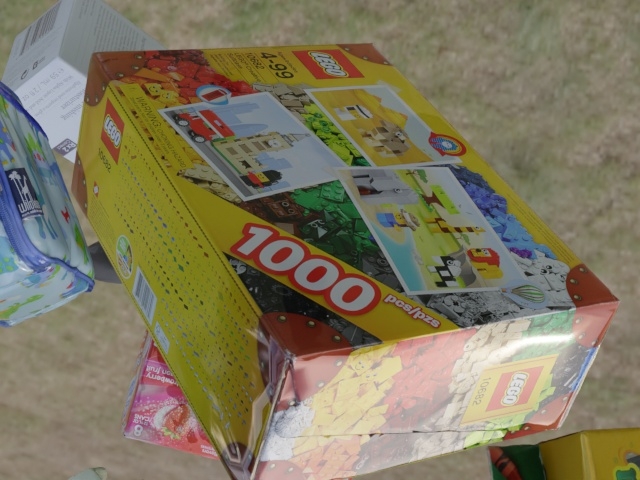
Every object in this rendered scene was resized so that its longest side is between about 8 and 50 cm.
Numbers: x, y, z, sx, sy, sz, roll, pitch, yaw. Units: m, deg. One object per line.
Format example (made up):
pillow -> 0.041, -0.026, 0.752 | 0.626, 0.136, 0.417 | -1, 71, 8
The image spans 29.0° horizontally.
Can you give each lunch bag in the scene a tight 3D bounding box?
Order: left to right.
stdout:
lunch bag -> -0.232, -0.038, 0.854 | 0.090, 0.176, 0.219 | -24, 170, -2

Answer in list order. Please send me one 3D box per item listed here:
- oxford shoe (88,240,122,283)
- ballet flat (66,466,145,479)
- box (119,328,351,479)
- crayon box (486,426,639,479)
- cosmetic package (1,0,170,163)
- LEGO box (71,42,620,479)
oxford shoe -> -0.254, 0.016, 1.806 | 0.212, 0.076, 0.076 | -10, -164, -27
ballet flat -> -0.149, 0.260, 0.922 | 0.164, 0.182, 0.483 | -16, 179, -22
box -> -0.084, 0.184, 1.380 | 0.257, 0.128, 0.122 | 15, 172, -10
crayon box -> 0.305, 0.256, 1.029 | 0.319, 0.202, 0.081 | -1, 164, -21
cosmetic package -> -0.315, -0.213, 1.685 | 0.151, 0.151, 0.184 | -30, 130, 35
LEGO box -> 0.000, 0.000, 1.310 | 0.373, 0.500, 0.193 | -8, 131, -30
